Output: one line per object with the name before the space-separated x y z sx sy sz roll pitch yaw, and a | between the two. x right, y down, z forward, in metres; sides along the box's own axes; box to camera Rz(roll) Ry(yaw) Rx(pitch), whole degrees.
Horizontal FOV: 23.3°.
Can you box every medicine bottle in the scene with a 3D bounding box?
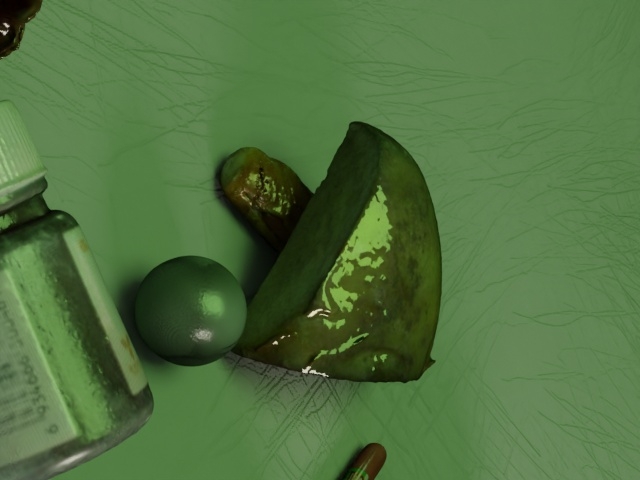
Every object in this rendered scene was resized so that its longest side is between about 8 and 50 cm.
medicine bottle | -0.250 0.043 1.192 0.165 0.165 0.273 -30 99 -56

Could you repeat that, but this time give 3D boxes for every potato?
potato | 0.048 0.009 1.582 0.269 0.112 0.255 7 94 -48

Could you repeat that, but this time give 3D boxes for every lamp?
lamp | -0.119 0.065 1.426 0.105 0.105 0.105 30 52 -46

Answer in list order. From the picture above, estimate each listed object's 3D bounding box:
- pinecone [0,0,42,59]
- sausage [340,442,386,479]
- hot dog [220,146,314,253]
pinecone | -0.322 -0.234 1.145 0.257 0.243 0.243 40 38 -75
sausage | 0.021 0.271 1.593 0.029 0.029 0.223 62 34 -14
hot dog | -0.003 0.000 1.667 0.286 0.061 0.088 42 34 -39
